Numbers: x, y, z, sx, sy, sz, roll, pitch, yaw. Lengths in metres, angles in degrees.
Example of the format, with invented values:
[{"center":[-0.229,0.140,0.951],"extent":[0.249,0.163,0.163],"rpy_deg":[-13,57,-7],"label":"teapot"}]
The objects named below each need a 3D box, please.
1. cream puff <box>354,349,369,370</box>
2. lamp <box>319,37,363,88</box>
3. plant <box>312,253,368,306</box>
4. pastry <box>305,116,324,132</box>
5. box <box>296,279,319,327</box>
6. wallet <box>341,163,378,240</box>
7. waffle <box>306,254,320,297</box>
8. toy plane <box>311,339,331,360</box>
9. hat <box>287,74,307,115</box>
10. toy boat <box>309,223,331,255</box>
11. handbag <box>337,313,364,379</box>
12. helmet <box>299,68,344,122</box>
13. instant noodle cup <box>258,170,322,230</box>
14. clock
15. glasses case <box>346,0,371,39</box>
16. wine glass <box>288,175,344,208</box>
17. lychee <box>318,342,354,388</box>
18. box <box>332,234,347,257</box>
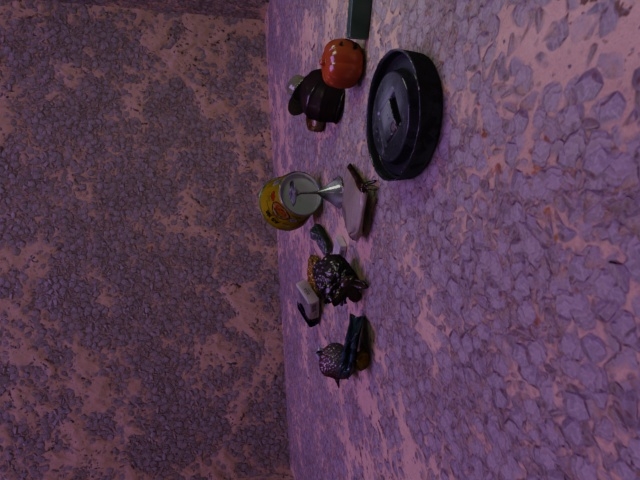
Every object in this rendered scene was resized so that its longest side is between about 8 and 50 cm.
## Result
[{"center":[0.169,0.484,1.713],"extent":[0.083,0.058,0.083],"rpy_deg":[70,-154,-87],"label":"cream puff"},{"center":[0.075,-0.685,1.647],"extent":[0.188,0.164,0.187],"rpy_deg":[180,90,-75],"label":"lamp"},{"center":[0.075,0.179,1.785],"extent":[0.178,0.204,0.234],"rpy_deg":[43,-168,-52],"label":"plant"},{"center":[-0.025,-0.627,2.178],"extent":[0.153,0.081,0.153],"rpy_deg":[-179,90,-73],"label":"pastry"},{"center":[-0.074,0.362,2.425],"extent":[0.168,0.071,0.259],"rpy_deg":[52,155,35],"label":"box"},{"center":[0.140,-0.153,1.709],"extent":[0.335,0.068,0.274],"rpy_deg":[-108,24,-62],"label":"wallet"},{"center":[-0.035,0.210,2.422],"extent":[0.280,0.060,0.262],"rpy_deg":[-135,41,-70],"label":"waffle"},{"center":[0.040,0.613,2.132],"extent":[0.273,0.107,0.181],"rpy_deg":[-123,28,-54],"label":"toy plane"},{"center":[-0.106,-0.754,2.104],"extent":[0.110,0.252,0.252],"rpy_deg":[43,149,14],"label":"hat"},{"center":[0.000,0.000,2.194],"extent":[0.260,0.085,0.078],"rpy_deg":[-115,27,-54],"label":"toy boat"},{"center":[0.119,0.428,1.721],"extent":[0.179,0.062,0.229],"rpy_deg":[-57,-22,-64],"label":"handbag"},{"center":[-0.011,-0.670,1.950],"extent":[0.224,0.177,0.305],"rpy_deg":[100,159,-46],"label":"helmet"},{"center":[-0.151,-0.230,2.332],"extent":[0.254,0.326,0.325],"rpy_deg":[160,107,-64],"label":"instant noodle cup"},{"center":[0.237,-0.369,1.277],"extent":[0.386,0.077,0.385],"rpy_deg":[177,90,-75],"label":"clock"},{"center":[0.141,-0.829,1.536],"extent":[0.039,0.078,0.184],"rpy_deg":[-126,36,-60],"label":"glasses case"},{"center":[-0.022,-0.219,1.954],"extent":[0.156,0.232,0.156],"rpy_deg":[177,90,-74],"label":"wine glass"},{"center":[0.072,0.554,1.888],"extent":[0.165,0.165,0.197],"rpy_deg":[129,148,-68],"label":"lychee"},{"center":[0.085,0.062,1.984],"extent":[0.084,0.040,0.154],"rpy_deg":[-115,25,-48],"label":"box"}]
